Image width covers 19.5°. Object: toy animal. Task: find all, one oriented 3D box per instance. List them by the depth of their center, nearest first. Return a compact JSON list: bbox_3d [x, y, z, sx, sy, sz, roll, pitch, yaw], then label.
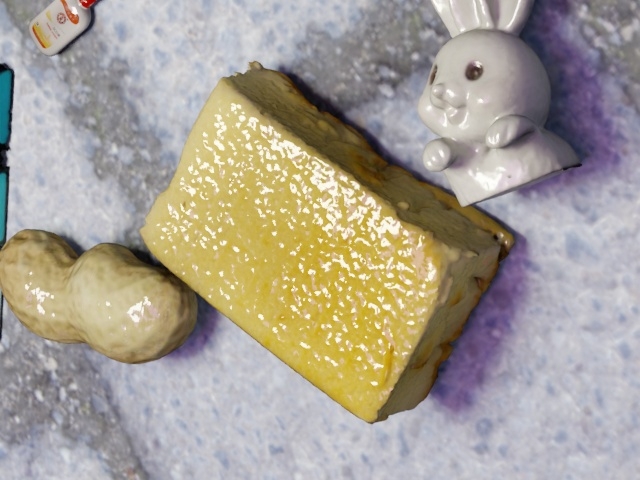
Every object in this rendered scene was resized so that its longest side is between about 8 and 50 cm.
[{"bbox_3d":[0.122,-0.142,1.435,0.104,0.131,0.220,-14,91,48],"label":"toy animal"}]

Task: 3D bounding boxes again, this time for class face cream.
[{"bbox_3d":[-0.231,-0.203,1.698,0.083,0.021,0.040,-35,83,32],"label":"face cream"}]

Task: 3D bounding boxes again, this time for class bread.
[{"bbox_3d":[0.000,0.000,1.552,0.275,0.114,0.184,36,114,19],"label":"bread"}]

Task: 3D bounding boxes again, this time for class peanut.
[{"bbox_3d":[-0.211,0.050,1.711,0.228,0.086,0.104,12,98,31],"label":"peanut"}]

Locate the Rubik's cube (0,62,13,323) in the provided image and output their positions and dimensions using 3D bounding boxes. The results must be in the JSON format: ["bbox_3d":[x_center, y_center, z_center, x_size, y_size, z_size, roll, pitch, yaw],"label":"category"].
[{"bbox_3d":[-0.387,0.017,1.773,0.284,0.250,0.234,-20,110,29],"label":"Rubik's cube"}]
